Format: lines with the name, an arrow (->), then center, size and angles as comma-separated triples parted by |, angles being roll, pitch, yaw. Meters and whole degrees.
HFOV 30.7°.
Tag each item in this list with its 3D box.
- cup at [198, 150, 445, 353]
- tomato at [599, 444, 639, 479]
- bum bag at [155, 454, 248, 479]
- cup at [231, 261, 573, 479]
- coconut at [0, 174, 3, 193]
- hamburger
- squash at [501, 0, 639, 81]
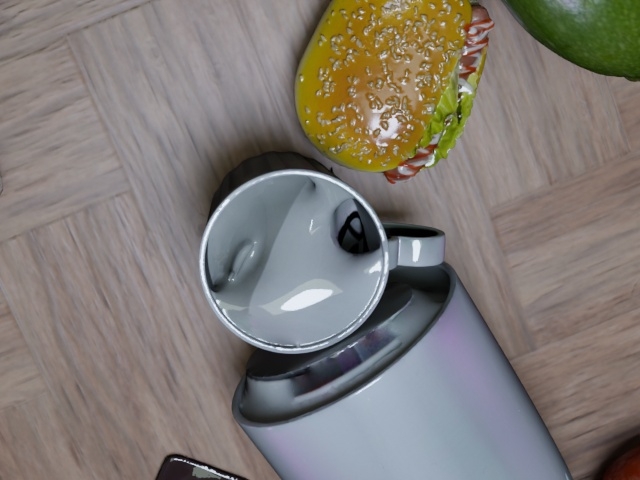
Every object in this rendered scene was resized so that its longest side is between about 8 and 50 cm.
cup -> -0.010, 0.012, 1.121 | 0.221, 0.202, 0.167 | 29, 98, -12
tomato -> 0.381, 0.318, 1.238 | 0.208, 0.208, 0.184 | 15, 140, -9
bum bag -> -0.146, 0.317, 1.266 | 0.109, 0.026, 0.159 | 21, 99, -9
cup -> 0.105, 0.218, 1.160 | 0.253, 0.253, 0.371 | -34, 107, 2
coconut -> -0.352, -0.054, 1.136 | 0.082, 0.081, 0.083 | -4, 94, -18
hamburger -> 0.071, -0.166, 1.136 | 0.173, 0.116, 0.210 | 26, 98, -8
squash -> 0.280, -0.290, 1.041 | 0.310, 0.310, 0.309 | -30, 106, 1
